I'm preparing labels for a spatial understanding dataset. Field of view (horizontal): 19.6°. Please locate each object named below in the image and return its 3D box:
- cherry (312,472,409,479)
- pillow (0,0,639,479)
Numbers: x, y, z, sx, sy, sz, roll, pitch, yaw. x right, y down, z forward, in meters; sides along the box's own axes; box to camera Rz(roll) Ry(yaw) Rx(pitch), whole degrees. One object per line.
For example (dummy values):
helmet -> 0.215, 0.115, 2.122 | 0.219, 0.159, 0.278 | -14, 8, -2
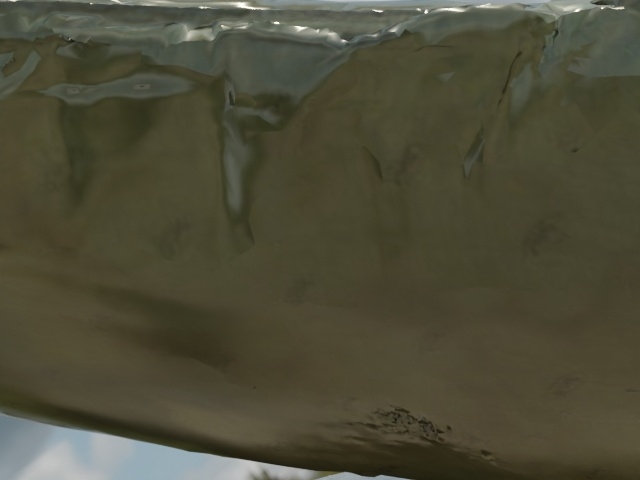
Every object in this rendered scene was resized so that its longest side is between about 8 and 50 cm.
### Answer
cherry -> 0.024, 0.218, 0.747 | 0.218, 0.255, 0.296 | 5, 1, -18
pillow -> 0.000, 0.000, 0.401 | 0.185, 0.302, 0.075 | 63, -144, -55
